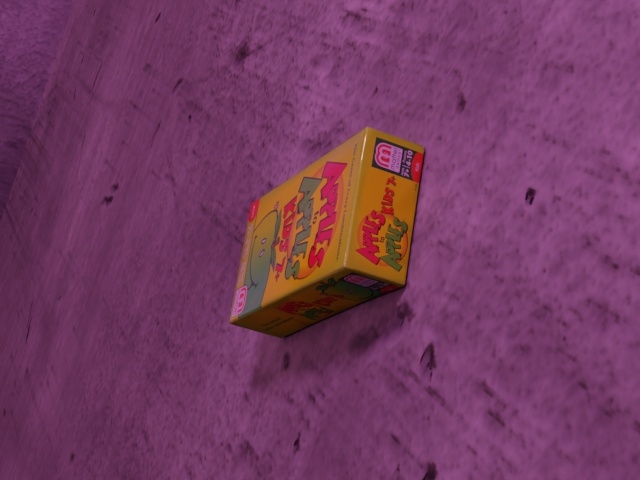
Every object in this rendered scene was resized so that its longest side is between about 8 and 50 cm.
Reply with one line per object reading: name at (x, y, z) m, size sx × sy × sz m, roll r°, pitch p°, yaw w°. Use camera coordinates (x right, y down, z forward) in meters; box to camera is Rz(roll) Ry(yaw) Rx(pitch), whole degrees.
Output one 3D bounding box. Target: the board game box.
board game box at (0.000, 0.000, 0.886) m, size 0.181 × 0.043 × 0.092 m, roll -29°, pitch 47°, yaw 61°
